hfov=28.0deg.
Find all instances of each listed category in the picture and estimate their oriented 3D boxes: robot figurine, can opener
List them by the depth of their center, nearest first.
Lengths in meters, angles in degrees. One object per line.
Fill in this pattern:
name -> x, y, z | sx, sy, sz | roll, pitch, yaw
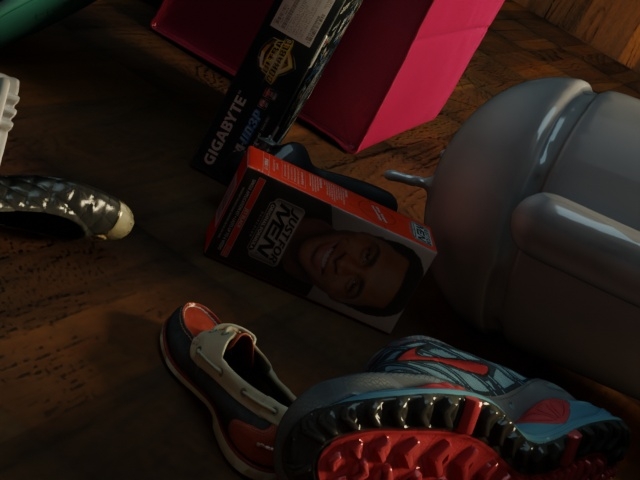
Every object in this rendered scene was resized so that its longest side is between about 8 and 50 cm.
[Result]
robot figurine -> 0.225, 0.005, 0.920 | 0.353, 0.200, 0.300 | 23, 6, 19
can opener -> -0.007, -0.037, 0.985 | 0.059, 0.073, 0.186 | 10, 1, 34

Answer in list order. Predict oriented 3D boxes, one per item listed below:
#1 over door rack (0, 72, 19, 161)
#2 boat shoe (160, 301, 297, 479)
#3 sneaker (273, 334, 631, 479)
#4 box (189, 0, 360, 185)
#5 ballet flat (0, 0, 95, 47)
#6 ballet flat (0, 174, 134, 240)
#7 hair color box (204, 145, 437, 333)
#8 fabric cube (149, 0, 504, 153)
over door rack -> -0.256, 0.010, 0.495 | 0.239, 0.108, 0.324 | 20, 36, -21
boat shoe -> -0.046, 0.070, 0.684 | 0.049, 0.043, 0.137 | 12, 24, -33
sneaker -> 0.050, 0.107, 0.675 | 0.125, 0.104, 0.262 | 31, 9, 39
box -> -0.023, -0.151, 1.051 | 0.051, 0.175, 0.220 | 30, 21, -1
ballet flat -> -0.098, -0.304, 1.007 | 0.164, 0.483, 0.182 | 142, -74, -75
ballet flat -> -0.179, -0.012, 0.722 | 0.173, 0.057, 0.049 | 6, 70, -44
hair color box -> 0.000, 0.000, 0.869 | 0.141, 0.072, 0.043 | 23, 21, -12
fabric cube -> 0.033, -0.268, 1.293 | 0.254, 0.259, 0.258 | 33, 23, 12
